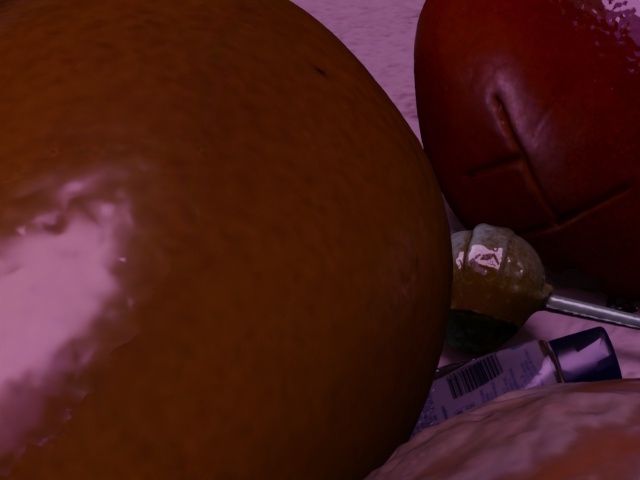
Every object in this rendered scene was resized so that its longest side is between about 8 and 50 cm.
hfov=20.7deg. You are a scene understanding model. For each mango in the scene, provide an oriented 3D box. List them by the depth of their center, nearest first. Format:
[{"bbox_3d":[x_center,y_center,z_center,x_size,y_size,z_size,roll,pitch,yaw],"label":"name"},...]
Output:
[{"bbox_3d":[-0.097,0.052,0.583,0.264,0.221,0.378,-18,25,37],"label":"mango"}]

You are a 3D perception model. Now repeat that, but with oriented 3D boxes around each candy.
[{"bbox_3d":[0.143,0.039,0.809,0.202,0.061,0.061,14,33,11],"label":"candy"}]

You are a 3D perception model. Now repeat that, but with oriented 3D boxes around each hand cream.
[{"bbox_3d":[0.051,0.070,0.771,0.163,0.039,0.062,-11,33,-1],"label":"hand cream"}]

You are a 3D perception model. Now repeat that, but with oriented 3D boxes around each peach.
[{"bbox_3d":[0.153,-0.061,0.893,0.196,0.226,0.190,-36,-6,8],"label":"peach"}]

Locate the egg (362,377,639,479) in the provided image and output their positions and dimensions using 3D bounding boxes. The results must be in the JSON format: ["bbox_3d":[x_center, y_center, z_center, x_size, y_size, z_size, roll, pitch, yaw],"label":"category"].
[{"bbox_3d":[0.093,0.134,0.493,0.245,0.203,0.203,-17,33,-34],"label":"egg"}]
